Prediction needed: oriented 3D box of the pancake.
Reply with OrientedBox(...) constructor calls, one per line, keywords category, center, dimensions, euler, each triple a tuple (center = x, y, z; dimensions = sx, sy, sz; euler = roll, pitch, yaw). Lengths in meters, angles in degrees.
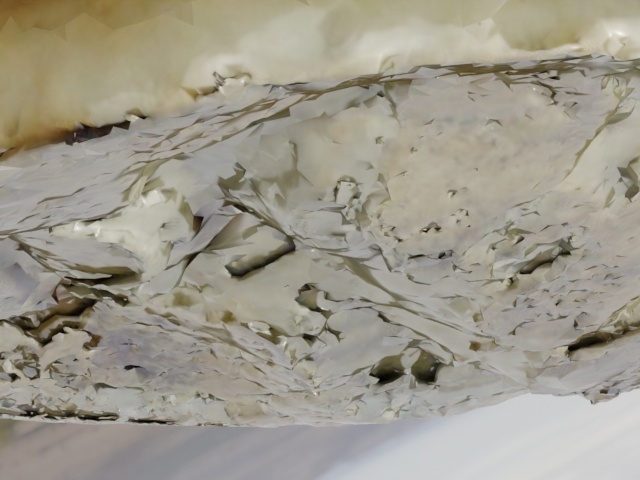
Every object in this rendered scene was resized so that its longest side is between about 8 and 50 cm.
OrientedBox(category="pancake", center=(-0.001, 0.000, 0.537), dimensions=(0.387, 0.082, 0.387), euler=(-4, 162, -1))
